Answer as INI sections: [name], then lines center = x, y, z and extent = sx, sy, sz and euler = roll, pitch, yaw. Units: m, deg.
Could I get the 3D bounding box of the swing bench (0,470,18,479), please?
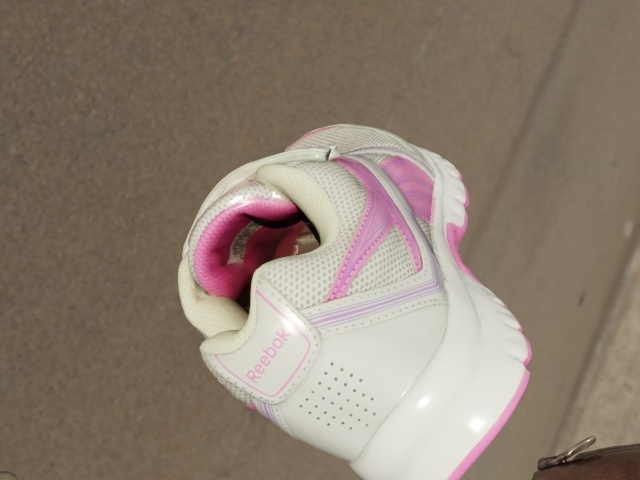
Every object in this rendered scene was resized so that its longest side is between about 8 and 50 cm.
[swing bench]
center = -0.331, 0.198, 0.595
extent = 0.253, 0.165, 0.254
euler = -48, 180, 2

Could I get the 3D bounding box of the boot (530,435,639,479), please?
[boot]
center = 0.236, 0.168, 0.698
extent = 0.248, 0.206, 0.090
euler = 8, 74, -76

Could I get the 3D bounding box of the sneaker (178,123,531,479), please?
[sneaker]
center = 0.000, 0.000, 0.472
extent = 0.103, 0.111, 0.252
euler = -54, -160, 14
